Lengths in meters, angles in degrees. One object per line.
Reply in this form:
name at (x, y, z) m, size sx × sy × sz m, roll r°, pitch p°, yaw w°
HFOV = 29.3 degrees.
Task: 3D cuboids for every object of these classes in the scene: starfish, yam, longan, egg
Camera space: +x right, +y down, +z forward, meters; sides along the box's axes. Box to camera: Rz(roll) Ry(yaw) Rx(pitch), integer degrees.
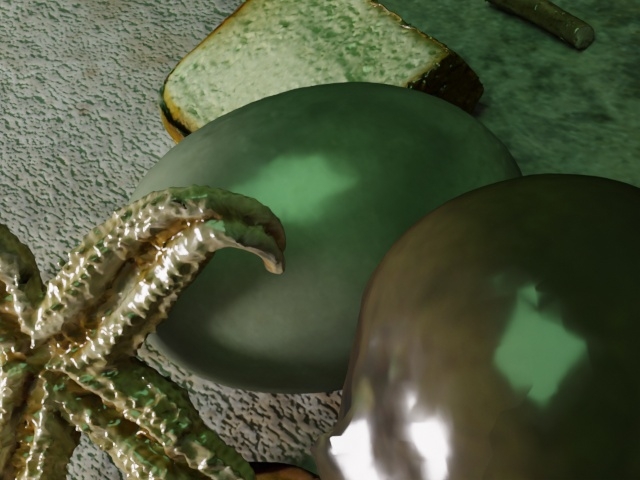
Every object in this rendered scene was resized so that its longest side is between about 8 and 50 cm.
starfish at (-0.156, 0.140, 0.959) m, size 0.323 × 0.432 × 0.082 m, roll 8°, pitch 25°, yaw 14°
yam at (0.221, -0.234, 1.249) m, size 0.032 × 0.032 × 0.145 m, roll -43°, pitch 47°, yaw -6°
longan at (0.148, 0.111, 0.807) m, size 0.318 × 0.319 × 0.319 m, roll -16°, pitch 49°, yaw 19°
egg at (0.000, 0.000, 1.029) m, size 0.352 × 0.258 × 0.258 m, roll -11°, pitch 49°, yaw 6°

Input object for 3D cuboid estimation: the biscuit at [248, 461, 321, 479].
biscuit at (-0.053, 0.265, 1.011) m, size 0.176 × 0.031 × 0.228 m, roll -48°, pitch 47°, yaw -10°

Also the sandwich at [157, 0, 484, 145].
sandwich at (-0.015, -0.148, 1.273) m, size 0.271 × 0.099 × 0.301 m, roll -43°, pitch 47°, yaw 2°
